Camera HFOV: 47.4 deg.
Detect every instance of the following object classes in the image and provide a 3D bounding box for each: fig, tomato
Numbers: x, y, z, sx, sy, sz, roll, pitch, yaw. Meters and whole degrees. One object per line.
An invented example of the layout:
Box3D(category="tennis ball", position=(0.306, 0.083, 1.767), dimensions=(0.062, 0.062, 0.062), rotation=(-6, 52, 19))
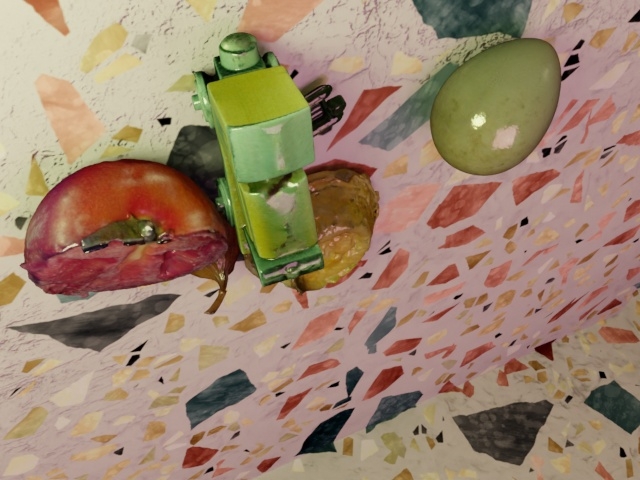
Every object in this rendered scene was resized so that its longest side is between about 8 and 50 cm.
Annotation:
Box3D(category="fig", position=(-0.199, 0.036, 1.369), dimensions=(0.134, 0.201, 0.146), rotation=(-14, 141, -18))
Box3D(category="tomato", position=(-0.335, -0.024, 1.199), dimensions=(0.335, 0.176, 0.290), rotation=(-8, 162, -35))

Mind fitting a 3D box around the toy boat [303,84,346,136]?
Box3D(category="toy boat", position=(-0.050, -0.201, 1.308), dimensions=(0.210, 0.052, 0.104), rotation=(-33, 151, 0))

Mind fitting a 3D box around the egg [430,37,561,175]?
Box3D(category="egg", position=(0.346, -0.263, 1.415), dimensions=(0.295, 0.218, 0.218), rotation=(-48, 146, 9))

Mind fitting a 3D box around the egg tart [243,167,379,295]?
Box3D(category="egg tart", position=(0.000, 0.000, 1.562), dimensions=(0.345, 0.132, 0.345), rotation=(-25, 148, -17))

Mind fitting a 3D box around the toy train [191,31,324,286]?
Box3D(category="toy train", position=(-0.090, -0.113, 1.150), dimensions=(0.160, 0.253, 0.397), rotation=(-16, 133, -11))
